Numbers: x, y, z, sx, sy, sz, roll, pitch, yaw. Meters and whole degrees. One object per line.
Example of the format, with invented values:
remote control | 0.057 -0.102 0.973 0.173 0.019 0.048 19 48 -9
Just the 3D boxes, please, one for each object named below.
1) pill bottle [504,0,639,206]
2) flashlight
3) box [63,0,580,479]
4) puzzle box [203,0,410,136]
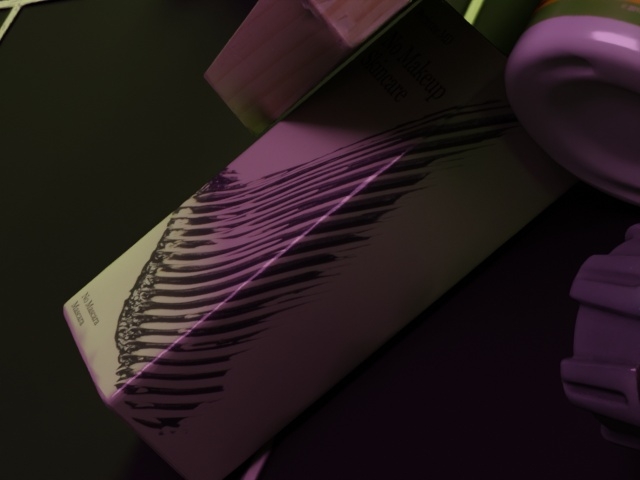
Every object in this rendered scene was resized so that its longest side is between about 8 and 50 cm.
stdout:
pill bottle | 0.204 -0.146 0.913 0.136 0.136 0.246 7 58 46
flashlight | 0.238 0.055 0.705 0.304 0.103 0.103 9 58 48
box | 0.000 0.000 0.989 0.275 0.094 0.113 -41 35 2
puzzle box | 0.120 -0.220 0.985 0.409 0.052 0.272 -41 3 -13
